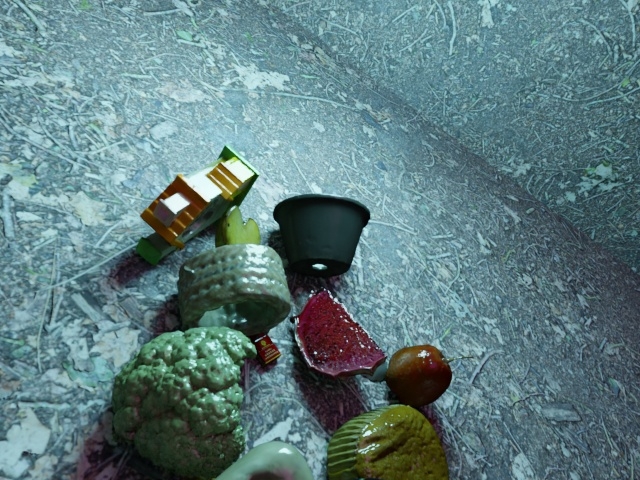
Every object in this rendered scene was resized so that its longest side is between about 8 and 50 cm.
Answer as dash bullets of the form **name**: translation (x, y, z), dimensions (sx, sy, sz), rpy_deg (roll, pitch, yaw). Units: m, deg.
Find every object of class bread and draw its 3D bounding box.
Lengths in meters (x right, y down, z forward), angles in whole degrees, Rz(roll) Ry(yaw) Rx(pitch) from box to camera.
- **bread**: translation (0.144, 0.472, 1.080), dimensions (0.253, 0.142, 0.227), rpy_deg (-2, 63, -44)
- **bread**: translation (-0.205, -0.007, 1.243), dimensions (0.065, 0.188, 0.149), rpy_deg (4, 39, 24)

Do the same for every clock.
- **clock**: translation (-0.286, -0.069, 1.158), dimensions (0.106, 0.220, 0.255), rpy_deg (41, 39, 2)

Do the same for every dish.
- **dish**: translation (0.137, 0.292, 1.324), dimensions (0.091, 0.039, 0.137), rpy_deg (13, 48, -32)

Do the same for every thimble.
- **thimble**: translation (-0.182, 0.112, 1.086), dimensions (0.229, 0.196, 0.148), rpy_deg (0, 52, -24)

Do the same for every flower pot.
- **flower pot**: translation (0.000, 0.000, 1.355), dimensions (0.269, 0.269, 0.166), rpy_deg (14, 69, -31)

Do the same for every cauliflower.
- **cauliflower**: translation (-0.226, 0.287, 0.899), dimensions (0.275, 0.272, 0.250), rpy_deg (-70, 146, -49)

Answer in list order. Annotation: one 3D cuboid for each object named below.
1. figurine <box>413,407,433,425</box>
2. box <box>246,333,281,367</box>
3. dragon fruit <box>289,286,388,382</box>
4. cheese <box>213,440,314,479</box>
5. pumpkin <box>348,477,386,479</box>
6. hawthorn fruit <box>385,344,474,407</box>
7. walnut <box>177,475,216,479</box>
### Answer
- **figurine**: translation (0.231, 0.454, 1.245), dimensions (0.060, 0.047, 0.106), rpy_deg (38, 39, 21)
- **box**: translation (-0.132, 0.240, 1.155), dimensions (0.051, 0.023, 0.082), rpy_deg (-21, 69, -50)
- **dragon fruit**: translation (0.023, 0.252, 1.214), dimensions (0.161, 0.126, 0.274), rpy_deg (-32, 51, -17)
- **cheese**: translation (-0.114, 0.487, 0.646), dimensions (0.328, 0.129, 0.351), rpy_deg (-21, 87, -25)
- **pumpkin**: translation (0.093, 0.555, 0.842), dimensions (0.315, 0.315, 0.238), rpy_deg (57, 23, 18)
- **hawthorn fruit**: translation (0.265, 0.322, 1.270), dimensions (0.162, 0.203, 0.163), rpy_deg (33, 32, -24)
- **walnut**: translation (-0.200, 0.464, 0.772), dimensions (0.159, 0.159, 0.207), rpy_deg (21, 51, -25)
